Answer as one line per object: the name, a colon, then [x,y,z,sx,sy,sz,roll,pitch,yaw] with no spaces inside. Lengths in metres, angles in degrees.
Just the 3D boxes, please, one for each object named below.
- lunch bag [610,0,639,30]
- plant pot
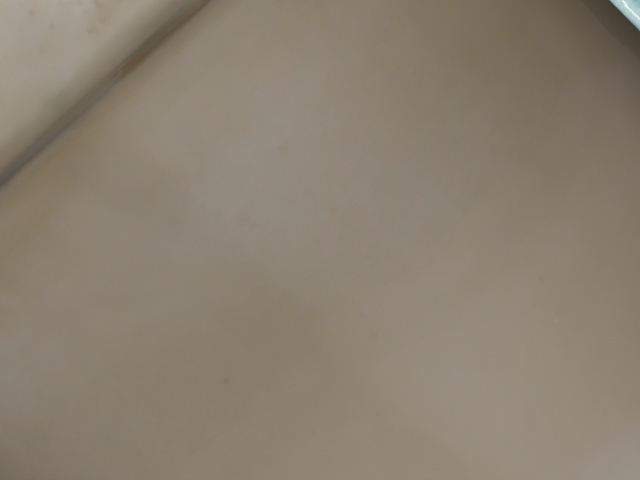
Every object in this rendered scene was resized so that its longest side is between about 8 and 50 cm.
lunch bag: [0.136,-0.127,0.377,0.262,0.223,0.160,40,131,14]
plant pot: [0.000,0.000,0.526,0.280,0.323,0.323,49,138,-7]
